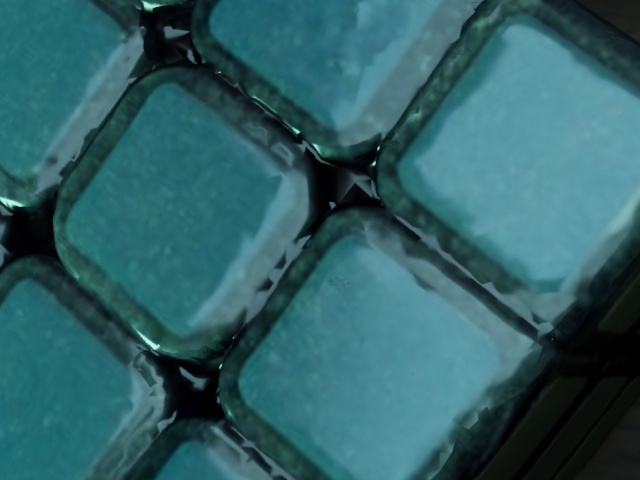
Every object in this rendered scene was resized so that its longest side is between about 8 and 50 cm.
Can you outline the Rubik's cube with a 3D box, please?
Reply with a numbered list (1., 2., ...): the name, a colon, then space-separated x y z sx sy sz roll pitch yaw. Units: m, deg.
1. Rubik's cube: 0.000 0.000 0.624 0.305 0.304 0.301 38 99 19
